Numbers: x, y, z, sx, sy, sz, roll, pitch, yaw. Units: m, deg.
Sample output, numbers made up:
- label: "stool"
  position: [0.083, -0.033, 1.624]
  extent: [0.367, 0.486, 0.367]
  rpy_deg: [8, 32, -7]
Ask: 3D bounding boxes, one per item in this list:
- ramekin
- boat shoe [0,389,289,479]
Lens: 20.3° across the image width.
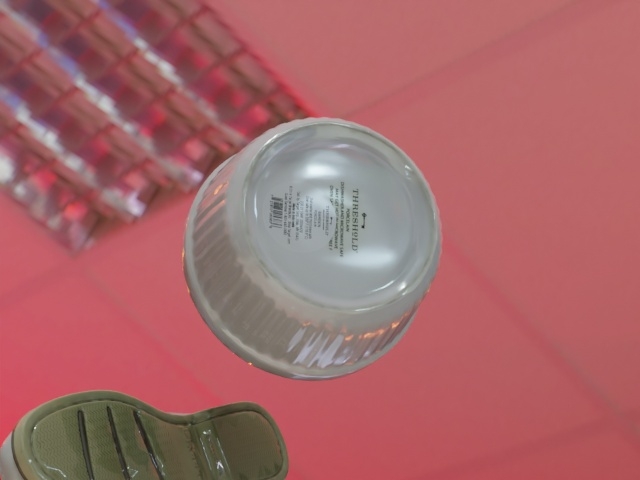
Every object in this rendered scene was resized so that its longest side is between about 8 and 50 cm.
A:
- label: "ramekin"
  position: [0.000, 0.000, 1.432]
  extent: [0.207, 0.207, 0.109]
  rpy_deg: [31, -27, -5]
- label: "boat shoe"
  position: [-0.151, 0.186, 1.416]
  extent: [0.103, 0.113, 0.302]
  rpy_deg: [-28, -22, 30]
